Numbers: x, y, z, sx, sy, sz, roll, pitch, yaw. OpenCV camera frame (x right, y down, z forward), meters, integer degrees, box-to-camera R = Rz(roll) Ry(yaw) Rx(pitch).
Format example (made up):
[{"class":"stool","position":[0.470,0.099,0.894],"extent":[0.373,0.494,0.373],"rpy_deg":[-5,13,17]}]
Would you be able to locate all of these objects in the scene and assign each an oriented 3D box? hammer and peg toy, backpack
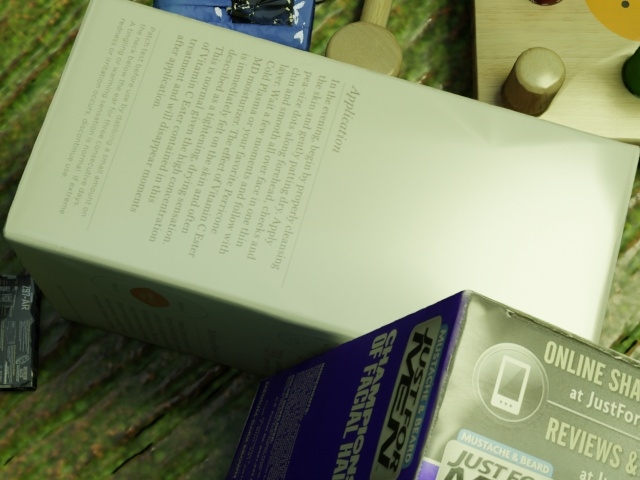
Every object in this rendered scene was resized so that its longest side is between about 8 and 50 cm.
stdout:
[{"class":"hammer and peg toy","position":[0.184,-0.197,0.899],"extent":[0.361,0.127,0.266],"rpy_deg":[2,75,-2]},{"class":"backpack","position":[-0.068,-0.153,0.894],"extent":[0.120,0.098,0.101],"rpy_deg":[9,79,-1]}]

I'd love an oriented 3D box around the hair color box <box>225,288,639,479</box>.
[{"class":"hair color box","position":[0.077,0.137,0.679],"extent":[0.185,0.339,0.110],"rpy_deg":[23,69,-12]}]

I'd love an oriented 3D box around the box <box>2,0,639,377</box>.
[{"class":"box","position":[0.000,0.000,0.794],"extent":[0.345,0.215,0.168],"rpy_deg":[17,73,2]}]

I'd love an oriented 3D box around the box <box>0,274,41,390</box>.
[{"class":"box","position":[-0.238,0.067,0.871],"extent":[0.067,0.018,0.083],"rpy_deg":[-1,75,-3]}]
